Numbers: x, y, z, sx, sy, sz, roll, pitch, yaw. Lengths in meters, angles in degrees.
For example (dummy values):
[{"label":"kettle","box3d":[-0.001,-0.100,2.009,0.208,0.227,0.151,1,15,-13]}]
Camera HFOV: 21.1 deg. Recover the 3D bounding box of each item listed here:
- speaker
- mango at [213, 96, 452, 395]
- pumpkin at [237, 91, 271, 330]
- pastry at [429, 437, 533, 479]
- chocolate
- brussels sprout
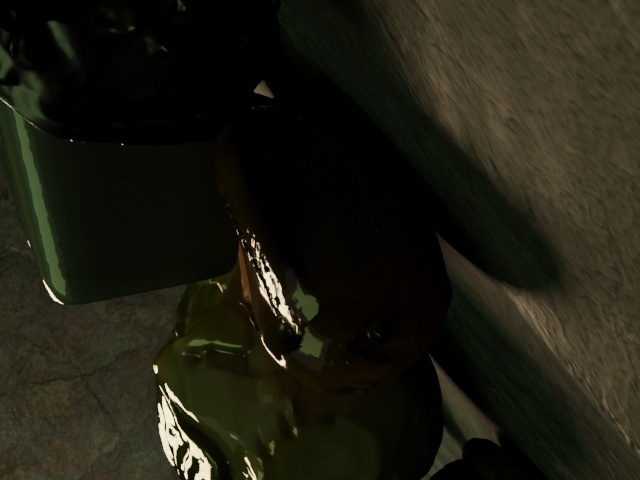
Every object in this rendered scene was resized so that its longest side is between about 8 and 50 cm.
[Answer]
[{"label":"speaker","box3d":[-0.183,-0.088,1.451,0.406,0.183,0.184,-135,34,-72]},{"label":"mango","box3d":[0.000,0.000,1.216,0.151,0.156,0.249,9,-145,-44]},{"label":"pumpkin","box3d":[-0.037,-0.057,1.445,0.278,0.111,0.163,-121,23,-64]},{"label":"pastry","box3d":[0.186,0.299,1.617,0.235,0.132,0.240,47,-177,-18]},{"label":"chocolate","box3d":[-0.100,-0.182,0.934,0.224,0.206,0.177,38,144,-4]},{"label":"brussels sprout","box3d":[-0.032,0.138,1.613,0.344,0.268,0.344,63,-178,-3]}]
